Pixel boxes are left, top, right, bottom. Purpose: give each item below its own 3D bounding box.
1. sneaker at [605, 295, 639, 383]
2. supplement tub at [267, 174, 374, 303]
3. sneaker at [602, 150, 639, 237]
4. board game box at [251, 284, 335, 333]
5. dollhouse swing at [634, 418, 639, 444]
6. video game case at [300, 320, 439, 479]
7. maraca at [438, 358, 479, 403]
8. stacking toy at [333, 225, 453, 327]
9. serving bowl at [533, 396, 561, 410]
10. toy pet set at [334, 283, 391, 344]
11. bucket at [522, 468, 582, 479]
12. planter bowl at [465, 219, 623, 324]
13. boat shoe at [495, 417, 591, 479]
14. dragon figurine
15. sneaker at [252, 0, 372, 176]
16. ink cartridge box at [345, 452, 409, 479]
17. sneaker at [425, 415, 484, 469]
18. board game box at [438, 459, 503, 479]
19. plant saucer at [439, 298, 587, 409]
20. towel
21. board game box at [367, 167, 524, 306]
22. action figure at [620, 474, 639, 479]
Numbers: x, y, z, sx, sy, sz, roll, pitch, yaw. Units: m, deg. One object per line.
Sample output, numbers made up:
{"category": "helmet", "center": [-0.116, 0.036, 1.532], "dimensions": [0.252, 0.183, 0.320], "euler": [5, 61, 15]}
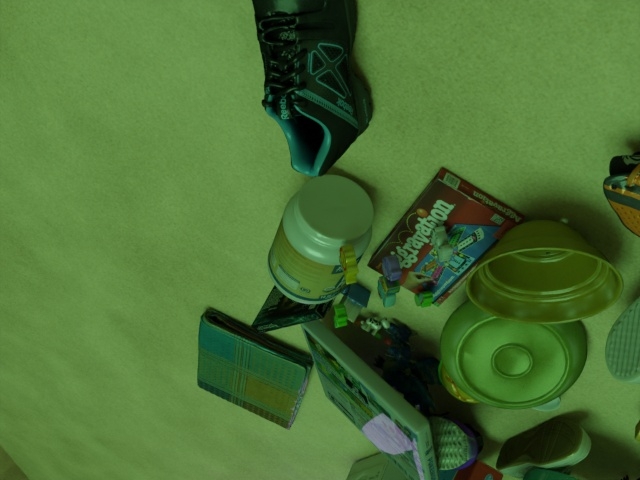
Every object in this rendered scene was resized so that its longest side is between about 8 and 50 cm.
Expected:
{"category": "sneaker", "center": [0.548, 0.081, 1.145], "dimensions": [0.150, 0.135, 0.366], "euler": [7, 145, -21]}
{"category": "supplement tub", "center": [0.000, 0.000, 1.369], "dimensions": [0.144, 0.144, 0.200], "euler": [27, 145, 2]}
{"category": "sneaker", "center": [0.419, -0.101, 0.978], "dimensions": [0.180, 0.124, 0.321], "euler": [22, 132, 40]}
{"category": "board game box", "center": [-0.037, 0.101, 1.538], "dimensions": [0.186, 0.126, 0.026], "euler": [-18, 124, 47]}
{"category": "dollhouse swing", "center": [0.681, 0.383, 1.279], "dimensions": [0.305, 0.315, 0.347], "euler": [3, 142, 1]}
{"category": "video game case", "center": [0.099, 0.323, 1.637], "dimensions": [0.329, 0.036, 0.300], "euler": [40, 159, 35]}
{"category": "maraca", "center": [0.285, 0.218, 1.494], "dimensions": [0.127, 0.099, 0.186], "euler": [30, 128, -6]}
{"category": "stacking toy", "center": [0.106, 0.061, 1.338], "dimensions": [0.167, 0.052, 0.221], "euler": [-12, 150, -11]}
{"category": "serving bowl", "center": [0.399, 0.276, 1.543], "dimensions": [0.083, 0.027, 0.083], "euler": [18, 143, 14]}
{"category": "toy pet set", "center": [0.086, 0.130, 1.558], "dimensions": [0.114, 0.065, 0.122], "euler": [33, 176, -10]}
{"category": "bucket", "center": [0.454, 0.564, 1.561], "dimensions": [0.281, 0.183, 0.281], "euler": [27, 155, 13]}
{"category": "planter bowl", "center": [0.319, 0.033, 1.219], "dimensions": [0.217, 0.090, 0.217], "euler": [6, 147, 4]}
{"category": "boat shoe", "center": [0.447, 0.414, 1.631], "dimensions": [0.096, 0.098, 0.277], "euler": [32, 154, -5]}
{"category": "dragon figurine", "center": [0.189, 0.277, 1.637], "dimensions": [0.144, 0.085, 0.289], "euler": [-19, 122, 47]}
{"category": "sneaker", "center": [-0.021, -0.235, 1.094], "dimensions": [0.125, 0.140, 0.341], "euler": [6, 138, 32]}
{"category": "ink cartridge box", "center": [0.192, 0.666, 2.025], "dimensions": [0.270, 0.197, 0.198], "euler": [36, 144, -10]}
{"category": "sneaker", "center": [0.272, 0.406, 1.709], "dimensions": [0.146, 0.102, 0.293], "euler": [2, 168, -16]}
{"category": "board game box", "center": [0.250, 0.620, 1.781], "dimensions": [0.064, 0.316, 0.242], "euler": [31, 160, -2]}
{"category": "plant saucer", "center": [0.317, 0.190, 1.396], "dimensions": [0.241, 0.037, 0.241], "euler": [4, 118, 8]}
{"category": "towel", "center": [-0.162, 0.307, 1.961], "dimensions": [0.271, 0.040, 0.370], "euler": [25, 147, 7]}
{"category": "board game box", "center": [0.190, 0.004, 1.347], "dimensions": [0.145, 0.027, 0.281], "euler": [31, 145, -2]}
{"category": "action figure", "center": [0.694, 0.545, 1.588], "dimensions": [0.275, 0.141, 0.164], "euler": [42, 144, 8]}
